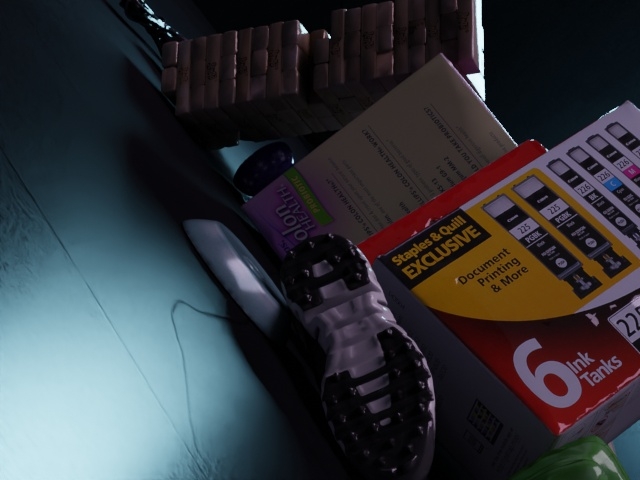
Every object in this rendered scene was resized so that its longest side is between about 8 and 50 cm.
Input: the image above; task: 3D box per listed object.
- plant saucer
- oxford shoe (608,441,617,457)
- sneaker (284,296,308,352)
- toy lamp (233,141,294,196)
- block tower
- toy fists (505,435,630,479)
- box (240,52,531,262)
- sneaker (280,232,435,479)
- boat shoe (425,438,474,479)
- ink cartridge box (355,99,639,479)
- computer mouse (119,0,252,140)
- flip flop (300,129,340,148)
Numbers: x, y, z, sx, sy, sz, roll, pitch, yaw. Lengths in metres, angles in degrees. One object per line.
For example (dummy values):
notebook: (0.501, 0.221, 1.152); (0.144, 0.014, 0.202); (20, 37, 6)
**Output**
plant saucer: (-0.056, 0.026, 1.371); (0.119, 0.021, 0.119); (51, 4, -5)
oxford shoe: (0.265, 0.303, 1.904); (0.449, 0.169, 0.130); (58, 40, -36)
sneaker: (0.019, 0.099, 1.465); (0.158, 0.061, 0.065); (53, 31, 10)
toy lamp: (0.016, 0.020, 1.887); (0.274, 0.080, 0.080); (51, 3, 21)
block tower: (0.009, -0.172, 1.911); (0.097, 0.335, 0.091); (45, 41, -58)
toy fists: (0.156, 0.202, 1.290); (0.096, 0.142, 0.279); (52, 4, 10)
box: (0.091, -0.011, 1.773); (0.213, 0.243, 0.117); (52, 0, 22)
sneaker: (0.037, 0.101, 1.317); (0.234, 0.078, 0.106); (-113, 180, -48)
boat shoe: (0.132, 0.203, 1.567); (0.112, 0.095, 0.335); (-2, 38, -39)
ink cartridge box: (0.183, 0.026, 1.548); (0.272, 0.309, 0.130); (45, -35, 20)
computer mouse: (-0.132, -0.176, 2.187); (0.262, 0.060, 0.184); (43, 1, 23)
flip flop: (0.032, -0.147, 2.064); (0.112, 0.080, 0.277); (46, -13, -18)
